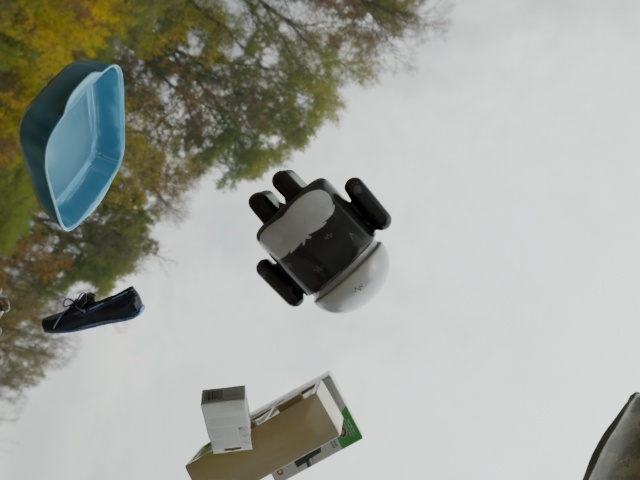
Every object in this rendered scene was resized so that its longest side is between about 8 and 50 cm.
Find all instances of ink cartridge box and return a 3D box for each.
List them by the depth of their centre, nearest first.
[{"bbox_3d":[-0.134,0.263,0.789,0.029,0.063,0.115,-101,-173,-55],"label":"ink cartridge box"},{"bbox_3d":[-0.035,0.400,1.165,0.209,0.153,0.087,-29,174,-2],"label":"ink cartridge box"}]

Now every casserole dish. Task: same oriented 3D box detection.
[{"bbox_3d":[-0.221,-0.085,0.485,0.114,0.037,0.188,-67,-174,-31],"label":"casserole dish"}]

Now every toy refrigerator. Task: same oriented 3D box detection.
[{"bbox_3d":[-0.099,0.360,0.978,0.270,0.094,0.102,-30,176,5],"label":"toy refrigerator"}]

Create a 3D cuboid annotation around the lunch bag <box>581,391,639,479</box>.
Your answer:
[{"bbox_3d":[0.440,0.352,0.667,0.287,0.169,0.235,-49,174,-10],"label":"lunch bag"}]

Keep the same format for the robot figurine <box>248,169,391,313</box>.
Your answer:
[{"bbox_3d":[-0.001,0.001,0.967,0.173,0.278,0.209,-44,-178,-40],"label":"robot figurine"}]

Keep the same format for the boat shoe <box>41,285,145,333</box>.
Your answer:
[{"bbox_3d":[-0.575,0.167,1.363,0.259,0.088,0.109,-13,-167,-3],"label":"boat shoe"}]

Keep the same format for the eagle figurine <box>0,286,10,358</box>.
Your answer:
[{"bbox_3d":[-0.615,0.094,0.755,0.226,0.299,0.225,-54,-133,40],"label":"eagle figurine"}]
